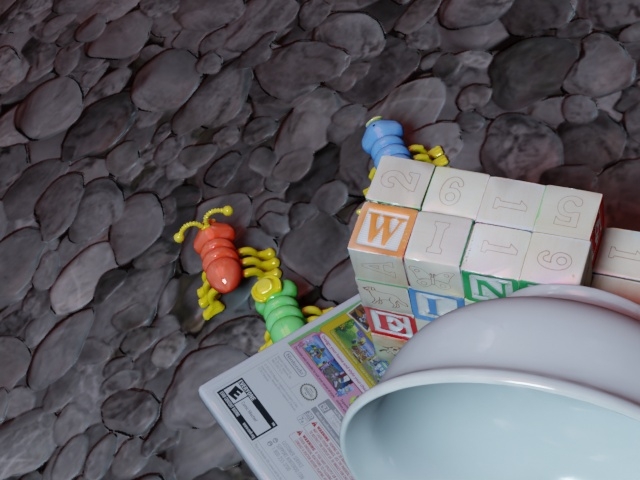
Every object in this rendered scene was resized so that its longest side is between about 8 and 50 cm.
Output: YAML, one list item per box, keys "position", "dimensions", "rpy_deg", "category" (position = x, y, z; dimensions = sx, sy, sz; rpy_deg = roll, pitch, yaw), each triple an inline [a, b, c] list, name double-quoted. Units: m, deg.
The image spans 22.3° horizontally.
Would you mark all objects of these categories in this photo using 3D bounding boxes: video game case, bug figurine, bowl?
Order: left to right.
- position: [0.000, 0.000, 1.499]
  dimensions: [0.279, 0.072, 0.216]
  rpy_deg: [-32, 44, 6]
  category: "bug figurine"
- position: [0.038, 0.148, 1.290]
  dimensions: [0.193, 0.023, 0.212]
  rpy_deg: [-30, 58, -16]
  category: "video game case"
- position: [0.171, 0.123, 1.128]
  dimensions: [0.298, 0.298, 0.134]
  rpy_deg: [-1, 52, 32]
  category: "bowl"

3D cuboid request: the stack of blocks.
- position: [0.183, 0.043, 1.217]
  dimensions: [0.297, 0.171, 0.087]
  rpy_deg: [11, 60, 17]
  category: "stack of blocks"
